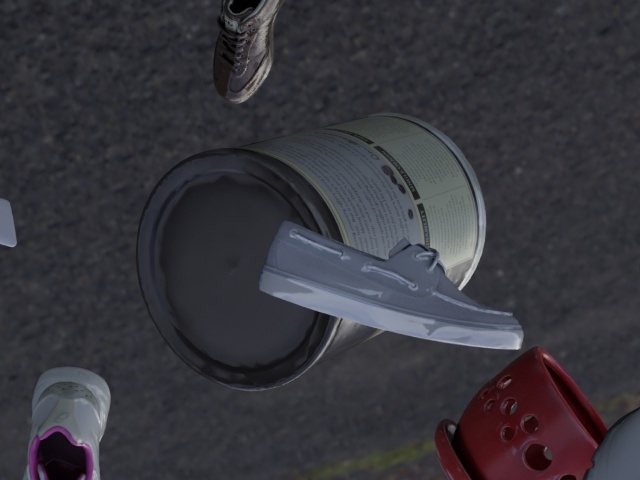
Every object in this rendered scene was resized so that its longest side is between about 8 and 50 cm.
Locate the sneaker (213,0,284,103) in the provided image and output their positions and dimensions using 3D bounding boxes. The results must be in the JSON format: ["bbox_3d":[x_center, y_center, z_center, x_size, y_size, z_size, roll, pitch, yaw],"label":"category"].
[{"bbox_3d":[-0.080,-0.217,1.453,0.071,0.066,0.188,-23,142,-50],"label":"sneaker"}]

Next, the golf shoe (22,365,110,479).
[{"bbox_3d":[-0.322,0.309,1.807,0.115,0.140,0.306,3,115,-1],"label":"golf shoe"}]

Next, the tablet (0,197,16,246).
[{"bbox_3d":[-0.249,-0.023,1.003,0.083,0.054,0.006,17,120,-30],"label":"tablet"}]

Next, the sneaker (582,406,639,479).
[{"bbox_3d":[0.201,0.185,0.608,0.111,0.297,0.129,16,131,-33],"label":"sneaker"}]

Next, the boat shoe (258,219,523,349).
[{"bbox_3d":[0.052,0.029,1.002,0.184,0.063,0.066,15,-179,14],"label":"boat shoe"}]

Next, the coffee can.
[{"bbox_3d":[0.000,0.000,1.307,0.201,0.201,0.275,-41,168,32],"label":"coffee can"}]

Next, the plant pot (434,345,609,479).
[{"bbox_3d":[0.244,0.249,1.730,0.174,0.191,0.191,-38,155,10],"label":"plant pot"}]
